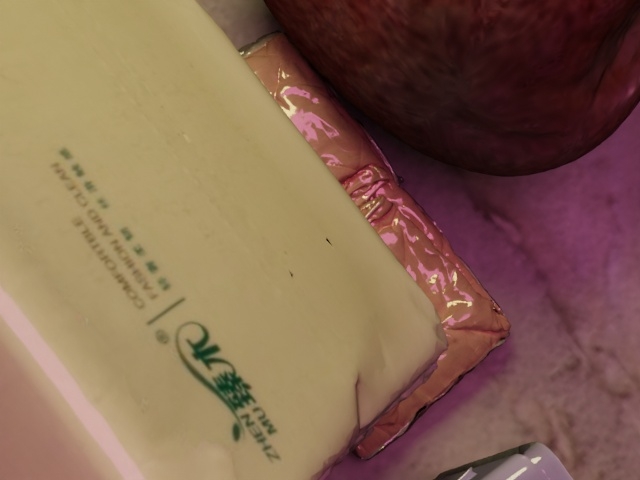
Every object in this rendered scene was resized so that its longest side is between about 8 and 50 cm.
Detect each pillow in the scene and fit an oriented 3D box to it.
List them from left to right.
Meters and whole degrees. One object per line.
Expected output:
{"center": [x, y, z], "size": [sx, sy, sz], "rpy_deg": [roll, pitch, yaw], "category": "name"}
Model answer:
{"center": [0.000, 0.000, 1.112], "size": [0.126, 0.043, 0.232], "rpy_deg": [-36, 90, -11], "category": "pillow"}

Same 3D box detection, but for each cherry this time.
{"center": [0.083, -0.162, 1.074], "size": [0.206, 0.239, 0.239], "rpy_deg": [-36, 87, -22], "category": "cherry"}

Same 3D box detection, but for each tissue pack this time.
{"center": [-0.148, -0.001, 0.947], "size": [0.380, 0.207, 0.297], "rpy_deg": [52, 29, 0], "category": "tissue pack"}

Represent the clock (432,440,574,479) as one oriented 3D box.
{"center": [0.098, 0.185, 1.013], "size": [0.073, 0.193, 0.144], "rpy_deg": [-35, 88, -18], "category": "clock"}
